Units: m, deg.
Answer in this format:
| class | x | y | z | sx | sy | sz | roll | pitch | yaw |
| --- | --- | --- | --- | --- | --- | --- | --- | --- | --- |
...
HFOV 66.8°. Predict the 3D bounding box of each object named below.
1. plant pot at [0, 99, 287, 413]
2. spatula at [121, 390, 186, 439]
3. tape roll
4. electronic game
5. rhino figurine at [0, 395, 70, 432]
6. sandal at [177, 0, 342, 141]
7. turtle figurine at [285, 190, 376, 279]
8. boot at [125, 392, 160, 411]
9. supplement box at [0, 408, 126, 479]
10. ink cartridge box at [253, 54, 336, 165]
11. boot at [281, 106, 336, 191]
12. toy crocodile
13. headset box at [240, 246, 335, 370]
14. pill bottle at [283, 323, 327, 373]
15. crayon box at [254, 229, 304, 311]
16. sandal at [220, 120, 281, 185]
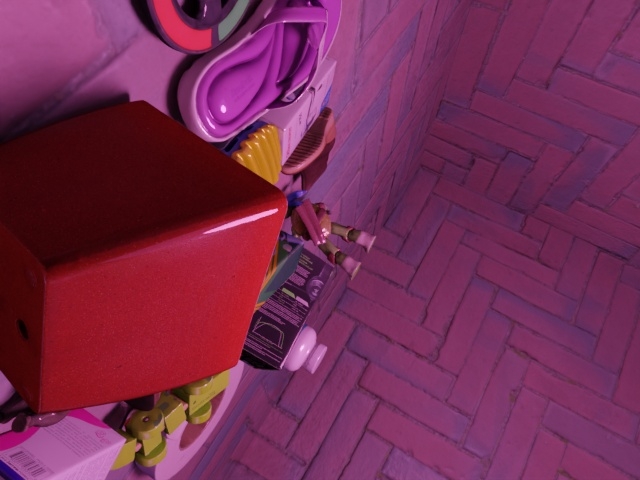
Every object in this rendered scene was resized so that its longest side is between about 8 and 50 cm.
| class | x | y | z | sx | sy | sz | roll | pitch | yaw |
| --- | --- | --- | --- | --- | --- | --- | --- | --- | --- |
| plant pot | -0.239 | 0.021 | 0.537 | 0.235 | 0.267 | 0.267 | -22 | 139 | -51 |
| spatula | -0.345 | 0.354 | 1.114 | 0.168 | 0.019 | 0.242 | 25 | 92 | -44 |
| tape roll | -0.353 | 0.476 | 1.356 | 0.392 | 0.072 | 0.392 | -56 | 166 | -22 |
| electronic game | -0.138 | -0.343 | 0.591 | 0.229 | 0.048 | 0.229 | -57 | 166 | -22 |
| rhino figurine | -0.349 | 0.175 | 0.691 | 0.243 | 0.073 | 0.106 | -48 | 167 | 2 |
| sandal | -0.055 | -0.297 | 0.786 | 0.416 | 0.102 | 0.169 | -55 | 145 | -25 |
| turtle figurine | 0.000 | 0.000 | 1.335 | 0.198 | 0.266 | 0.275 | -48 | 164 | -53 |
| boot | -0.313 | 0.196 | 0.920 | 0.305 | 0.112 | 0.115 | -62 | -179 | 39 |
| supplement box | -0.427 | 0.355 | 0.747 | 0.114 | 0.111 | 0.220 | -63 | 167 | 2 |
| ink cartridge box | -0.056 | -0.265 | 0.955 | 0.191 | 0.082 | 0.140 | -59 | 175 | -19 |
| boot | -0.030 | -0.189 | 1.211 | 0.248 | 0.090 | 0.207 | -57 | 164 | -35 |
| toy crocodile | -0.326 | 0.363 | 1.046 | 0.340 | 0.105 | 0.115 | -34 | 139 | -46 |
| headset box | -0.113 | 0.150 | 1.155 | 0.283 | 0.131 | 0.246 | -62 | -168 | -23 |
| pill bottle | -0.115 | 0.300 | 1.485 | 0.146 | 0.264 | 0.146 | -56 | 165 | -24 |
| crayon box | -0.194 | 0.055 | 0.831 | 0.323 | 0.203 | 0.083 | -45 | 159 | -51 |
| sandal | -0.172 | -0.095 | 0.782 | 0.317 | 0.138 | 0.126 | -54 | 150 | -39 |
